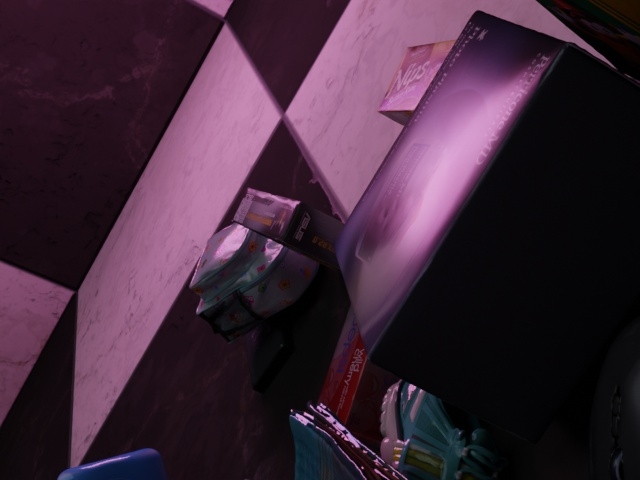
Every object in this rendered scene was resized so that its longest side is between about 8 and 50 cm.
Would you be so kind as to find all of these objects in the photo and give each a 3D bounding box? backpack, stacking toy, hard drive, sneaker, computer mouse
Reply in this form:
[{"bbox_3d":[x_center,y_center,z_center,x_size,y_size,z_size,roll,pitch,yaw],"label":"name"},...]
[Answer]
[{"bbox_3d":[-0.099,0.044,1.466,0.188,0.144,0.166,-24,28,25],"label":"backpack"},{"bbox_3d":[-0.348,0.463,1.614,0.302,0.175,0.165,128,128,-67],"label":"stacking toy"},{"bbox_3d":[-0.082,0.161,1.485,0.094,0.022,0.135,-55,23,20],"label":"hard drive"},{"bbox_3d":[0.116,0.222,0.882,0.110,0.107,0.275,-34,37,29],"label":"sneaker"},{"bbox_3d":[0.254,0.153,0.692,0.184,0.060,0.262,0,67,67],"label":"computer mouse"}]

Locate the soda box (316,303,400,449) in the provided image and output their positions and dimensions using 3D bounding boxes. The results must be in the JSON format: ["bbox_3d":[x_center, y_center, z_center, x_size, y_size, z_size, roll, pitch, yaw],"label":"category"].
[{"bbox_3d":[0.083,0.101,1.086,0.083,0.092,0.263,-13,54,61],"label":"soda box"}]

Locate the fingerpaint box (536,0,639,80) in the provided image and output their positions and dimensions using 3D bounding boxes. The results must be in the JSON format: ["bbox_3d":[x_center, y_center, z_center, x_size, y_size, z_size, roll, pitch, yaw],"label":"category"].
[{"bbox_3d":[0.309,-0.351,0.663,0.163,0.371,0.445,41,104,43],"label":"fingerpaint box"}]

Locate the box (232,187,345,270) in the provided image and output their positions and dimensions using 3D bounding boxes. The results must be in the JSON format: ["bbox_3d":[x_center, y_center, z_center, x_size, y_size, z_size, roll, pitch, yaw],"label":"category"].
[{"bbox_3d":[0.000,0.000,1.262,0.056,0.183,0.231,-64,22,-2],"label":"box"}]

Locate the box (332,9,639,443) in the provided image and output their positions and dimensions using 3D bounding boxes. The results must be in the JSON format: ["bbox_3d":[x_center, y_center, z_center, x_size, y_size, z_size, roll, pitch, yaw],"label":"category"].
[{"bbox_3d":[0.167,-0.033,0.873,0.296,0.183,0.294,-59,14,13],"label":"box"}]

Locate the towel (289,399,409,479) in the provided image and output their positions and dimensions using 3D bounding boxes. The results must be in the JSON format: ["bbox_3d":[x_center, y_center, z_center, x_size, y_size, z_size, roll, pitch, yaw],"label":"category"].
[{"bbox_3d":[0.013,0.361,0.865,0.271,0.040,0.370,-159,72,-69],"label":"towel"}]

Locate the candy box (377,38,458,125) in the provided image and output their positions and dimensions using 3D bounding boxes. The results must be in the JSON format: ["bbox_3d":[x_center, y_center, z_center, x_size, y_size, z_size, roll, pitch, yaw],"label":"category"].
[{"bbox_3d":[0.157,-0.215,1.316,0.109,0.053,0.187,-65,23,-2],"label":"candy box"}]
